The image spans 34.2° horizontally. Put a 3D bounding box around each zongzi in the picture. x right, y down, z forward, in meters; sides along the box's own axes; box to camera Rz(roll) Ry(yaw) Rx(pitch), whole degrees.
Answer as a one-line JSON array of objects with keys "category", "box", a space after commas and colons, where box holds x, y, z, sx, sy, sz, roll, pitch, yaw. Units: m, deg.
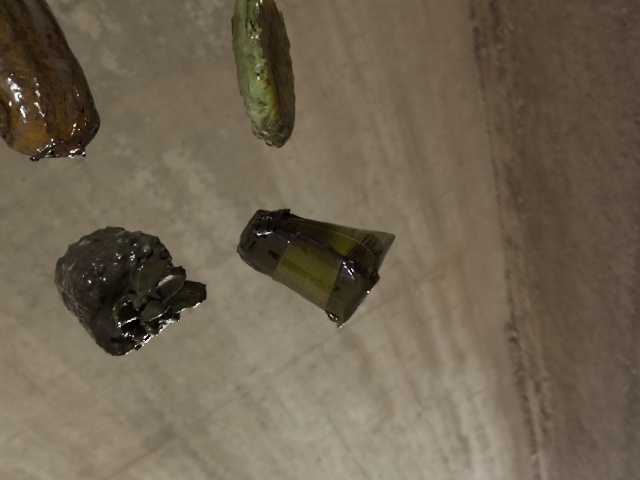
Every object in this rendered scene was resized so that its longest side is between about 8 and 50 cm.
[{"category": "zongzi", "box": [0.000, 0.000, 2.205, 0.289, 0.154, 0.317, 33, -148, 1]}]

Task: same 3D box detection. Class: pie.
[{"category": "pie", "box": [-0.099, -0.307, 1.805, 0.306, 0.071, 0.306, -11, -90, -81]}]

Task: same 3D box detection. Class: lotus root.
[{"category": "lotus root", "box": [-0.365, -0.228, 1.244, 0.329, 0.167, 0.078, 55, 144, 28]}]

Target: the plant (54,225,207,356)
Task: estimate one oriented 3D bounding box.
[{"category": "plant", "box": [-0.363, 0.105, 2.013, 0.312, 0.215, 0.213, 25, 143, 46]}]
